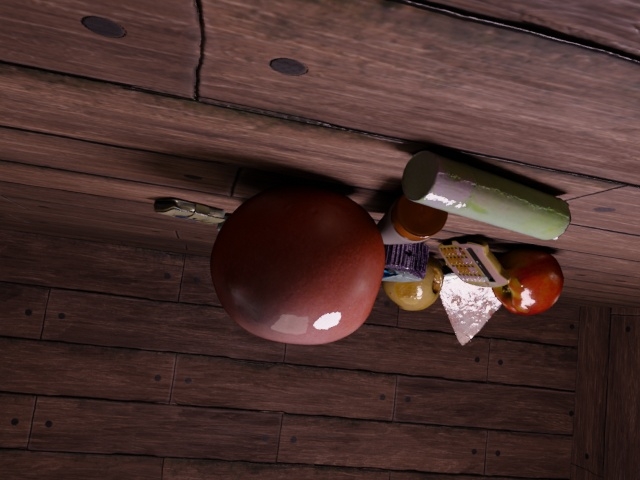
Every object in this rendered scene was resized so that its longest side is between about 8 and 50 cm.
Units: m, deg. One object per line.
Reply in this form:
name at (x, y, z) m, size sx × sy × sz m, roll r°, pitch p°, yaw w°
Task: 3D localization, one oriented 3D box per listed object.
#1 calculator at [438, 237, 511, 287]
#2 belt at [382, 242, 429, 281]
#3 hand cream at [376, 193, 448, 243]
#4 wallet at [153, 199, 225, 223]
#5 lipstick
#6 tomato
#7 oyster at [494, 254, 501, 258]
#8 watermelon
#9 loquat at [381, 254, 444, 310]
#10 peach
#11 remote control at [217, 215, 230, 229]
calculator at (0.394, 0.056, 1.406) m, size 0.157 × 0.033 × 0.236 m, roll 52°, pitch 163°, yaw -9°
belt at (0.158, 0.048, 1.560) m, size 0.325 × 0.122 × 0.260 m, roll -3°, pitch 161°, yaw 40°
hand cream at (0.156, -0.034, 1.026) m, size 0.140 × 0.089 × 0.314 m, roll -21°, pitch 178°, yaw 0°
wallet at (-0.330, -0.072, 1.371) m, size 0.155 × 0.039 × 0.110 m, roll 12°, pitch 172°, yaw -43°
lipstick at (0.252, -0.059, 0.787) m, size 0.304 × 0.076 × 0.076 m, roll 11°, pitch 172°, yaw -32°
tomato at (-0.045, 0.052, 0.991) m, size 0.322 × 0.321 × 0.321 m, roll 7°, pitch 173°, yaw 1°
oyster at (0.538, 0.087, 1.612) m, size 0.252 × 0.087 × 0.199 m, roll -6°, pitch 158°, yaw 29°
watermelon at (0.506, 0.194, 1.945) m, size 0.250 × 0.292 × 0.283 m, roll 36°, pitch 177°, yaw 8°
loquat at (0.294, 0.130, 1.761) m, size 0.213 × 0.213 × 0.213 m, roll 7°, pitch 173°, yaw 1°
peach at (0.550, 0.104, 1.420) m, size 0.197 × 0.197 × 0.197 m, roll 7°, pitch 173°, yaw 1°
remote control at (-0.158, -0.033, 1.466) m, size 0.247 × 0.052 × 0.104 m, roll 6°, pitch 174°, yaw 3°
